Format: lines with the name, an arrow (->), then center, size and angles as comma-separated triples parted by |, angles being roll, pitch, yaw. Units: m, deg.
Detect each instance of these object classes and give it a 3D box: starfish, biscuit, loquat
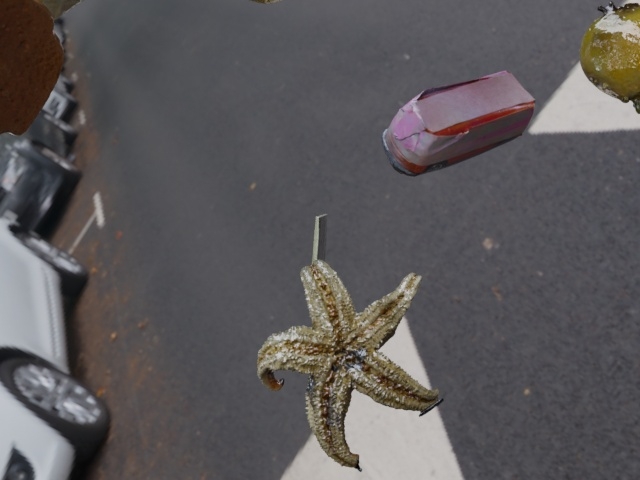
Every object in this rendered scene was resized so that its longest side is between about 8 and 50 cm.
starfish -> 0.057, 0.178, 1.403 | 0.312, 0.303, 0.113 | -56, -9, -2
biscuit -> -0.692, -0.379, 1.796 | 0.350, 0.455, 0.078 | -42, 59, -17
loquat -> 0.548, -0.323, 1.583 | 0.172, 0.149, 0.204 | -9, 92, 36

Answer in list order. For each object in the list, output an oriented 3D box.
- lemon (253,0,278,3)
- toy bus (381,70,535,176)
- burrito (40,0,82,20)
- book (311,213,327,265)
lemon -> -0.125, -0.713, 2.203 | 0.320, 0.245, 0.245 | -26, 18, -12
toy bus -> 0.273, -0.233, 1.768 | 0.127, 0.303, 0.147 | 60, 152, 20
burrito -> -0.562, -0.606, 2.016 | 0.348, 0.175, 0.107 | -24, 62, 5
book -> 0.000, 0.000, 2.189 | 0.182, 0.014, 0.127 | -28, -58, -82
